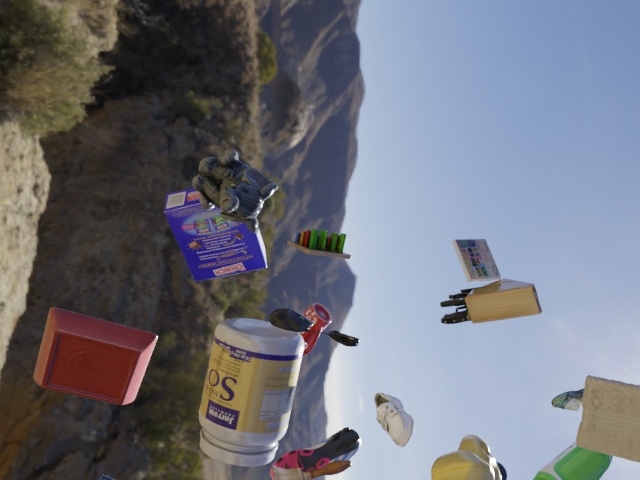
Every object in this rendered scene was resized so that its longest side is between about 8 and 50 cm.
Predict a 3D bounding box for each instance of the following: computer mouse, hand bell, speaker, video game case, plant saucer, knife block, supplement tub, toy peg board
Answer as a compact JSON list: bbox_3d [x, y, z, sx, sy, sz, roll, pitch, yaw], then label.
[{"bbox_3d":[-0.016,0.196,1.408,0.071,0.242,0.041,1,99,-62],"label":"computer mouse"},{"bbox_3d":[-0.020,0.731,1.903,0.126,0.242,0.126,167,-90,-81],"label":"hand bell"},{"bbox_3d":[0.823,0.749,1.990,0.131,0.296,0.131,31,-50,45],"label":"speaker"},{"bbox_3d":[0.531,0.066,2.075,0.019,0.143,0.157,-50,-131,51],"label":"video game case"},{"bbox_3d":[-0.565,0.304,1.513,0.048,0.259,0.258,-97,-151,-56],"label":"plant saucer"},{"bbox_3d":[0.498,0.200,1.859,0.276,0.242,0.088,-168,-122,-79],"label":"knife block"},{"bbox_3d":[-0.187,0.390,1.606,0.241,0.241,0.331,-142,-117,-84],"label":"supplement tub"},{"bbox_3d":[0.000,0.000,2.002,0.160,0.161,0.079,22,-79,60],"label":"toy peg board"}]

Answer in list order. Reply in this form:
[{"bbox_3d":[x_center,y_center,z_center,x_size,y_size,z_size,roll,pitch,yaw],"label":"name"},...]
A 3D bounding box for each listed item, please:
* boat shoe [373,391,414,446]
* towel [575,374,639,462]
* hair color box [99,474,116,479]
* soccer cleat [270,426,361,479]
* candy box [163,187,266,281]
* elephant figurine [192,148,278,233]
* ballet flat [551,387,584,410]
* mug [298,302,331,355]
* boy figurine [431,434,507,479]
[{"bbox_3d":[0.218,0.559,1.931,0.098,0.096,0.277,-58,-171,2],"label":"boat shoe"},{"bbox_3d":[0.782,0.444,1.484,0.049,0.282,0.187,13,85,-60],"label":"towel"},{"bbox_3d":[-0.526,0.851,1.849,0.174,0.347,0.105,103,10,-48],"label":"hair color box"},{"bbox_3d":[-0.008,0.747,2.051,0.116,0.331,0.143,54,-27,39],"label":"soccer cleat"},{"bbox_3d":[-0.348,-0.030,2.075,0.122,0.268,0.317,-97,175,-53],"label":"candy box"},{"bbox_3d":[-0.183,-0.095,1.412,0.239,0.186,0.169,38,-36,43],"label":"elephant figurine"},{"bbox_3d":[0.848,0.531,2.023,0.070,0.188,0.070,17,-70,57],"label":"ballet flat"},{"bbox_3d":[-0.038,0.325,2.199,0.113,0.169,0.150,11,39,-55],"label":"mug"},{"bbox_3d":[0.257,0.408,1.000,0.285,0.092,0.177,43,34,-56],"label":"boy figurine"}]
